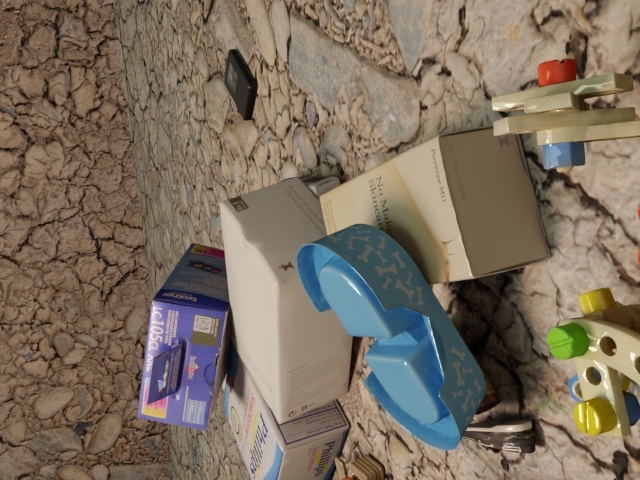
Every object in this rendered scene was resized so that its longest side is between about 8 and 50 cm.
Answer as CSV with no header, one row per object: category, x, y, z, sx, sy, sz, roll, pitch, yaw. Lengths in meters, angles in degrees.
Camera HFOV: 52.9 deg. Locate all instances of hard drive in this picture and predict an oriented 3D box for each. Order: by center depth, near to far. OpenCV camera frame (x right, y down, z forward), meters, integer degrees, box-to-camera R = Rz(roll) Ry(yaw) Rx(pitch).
hard drive,-0.177,-0.343,1.418,0.135,0.022,0.094,62,150,32

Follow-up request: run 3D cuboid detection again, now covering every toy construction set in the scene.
toy construction set,0.261,0.006,0.508,0.215,0.151,0.327,3,114,65

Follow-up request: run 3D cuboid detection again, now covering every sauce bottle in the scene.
sauce bottle,0.185,0.161,0.836,0.042,0.042,0.128,113,141,-50

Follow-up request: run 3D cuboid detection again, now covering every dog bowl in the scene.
dog bowl,0.088,0.109,0.765,0.297,0.074,0.166,58,155,-8

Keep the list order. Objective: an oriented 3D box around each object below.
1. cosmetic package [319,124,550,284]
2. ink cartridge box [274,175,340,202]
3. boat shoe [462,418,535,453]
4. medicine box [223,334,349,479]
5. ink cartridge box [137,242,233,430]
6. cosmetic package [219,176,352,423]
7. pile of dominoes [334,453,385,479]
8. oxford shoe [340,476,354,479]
cosmetic package,0.122,-0.023,0.810,0.309,0.113,0.160,-23,80,66
ink cartridge box,0.000,0.000,1.166,0.189,0.066,0.232,10,123,63
boat shoe,0.217,0.245,0.799,0.125,0.046,0.038,-28,70,56
medicine box,-0.086,0.371,1.363,0.289,0.149,0.263,58,148,40
ink cartridge box,-0.260,0.199,1.337,0.395,0.151,0.269,-89,10,-72
cosmetic package,-0.056,0.112,1.120,0.217,0.156,0.384,52,150,37
pile of dominoes,0.110,0.517,1.167,0.196,0.040,0.251,16,122,60
oxford shoe,0.073,0.553,1.101,0.271,0.099,0.096,58,152,25
